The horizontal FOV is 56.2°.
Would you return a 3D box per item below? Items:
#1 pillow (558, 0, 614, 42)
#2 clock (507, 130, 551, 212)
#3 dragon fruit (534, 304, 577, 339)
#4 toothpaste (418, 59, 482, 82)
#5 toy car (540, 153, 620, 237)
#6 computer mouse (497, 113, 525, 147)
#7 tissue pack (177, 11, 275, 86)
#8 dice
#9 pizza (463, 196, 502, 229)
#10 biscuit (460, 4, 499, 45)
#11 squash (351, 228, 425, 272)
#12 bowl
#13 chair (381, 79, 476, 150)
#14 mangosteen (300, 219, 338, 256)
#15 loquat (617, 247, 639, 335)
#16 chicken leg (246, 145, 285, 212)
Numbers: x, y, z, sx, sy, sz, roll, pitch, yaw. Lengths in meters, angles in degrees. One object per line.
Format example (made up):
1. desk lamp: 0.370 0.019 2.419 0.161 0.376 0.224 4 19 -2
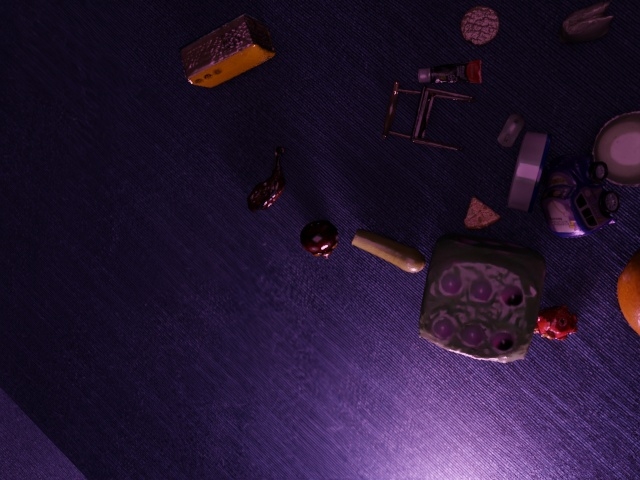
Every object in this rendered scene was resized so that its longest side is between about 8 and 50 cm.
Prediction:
1. pillow: 0.736 -0.598 1.664 0.134 0.181 0.078 -14 91 19
2. clock: 0.604 -0.199 1.738 0.083 0.230 0.230 14 102 20
3. dragon fruit: 0.727 0.256 1.852 0.126 0.068 0.112 7 99 15
4. toothpaste: 0.402 -0.519 1.857 0.193 0.045 0.071 0 98 12
5. toy car: 0.718 -0.122 1.706 0.158 0.172 0.235 -31 103 -23
6. computer mouse: 0.582 -0.334 1.829 0.056 0.032 0.110 29 105 12
7. tissue pack: -0.306 -0.621 1.985 0.270 0.192 0.134 -21 90 20
8. dice: 0.477 0.160 1.779 0.322 0.330 0.318 11 100 17
9. pizza: 0.505 -0.091 1.893 0.123 0.026 0.109 -17 90 22
10. biscuit: 0.485 -0.654 1.822 0.120 0.015 0.120 2 98 17
11. squash: 0.228 0.032 1.967 0.250 0.083 0.083 25 104 13
12. bowl: 0.881 -0.259 1.704 0.211 0.112 0.211 3 98 18
13. chair: 0.319 -0.380 1.835 0.272 0.166 0.188 15 102 15
14. mangosteen: 0.000 0.000 2.024 0.140 0.140 0.140 3 99 17
15. loquat: 0.981 0.137 1.623 0.328 0.328 0.328 3 99 17
16. chicken leg: -0.173 -0.204 2.081 0.106 0.051 0.253 33 103 16
